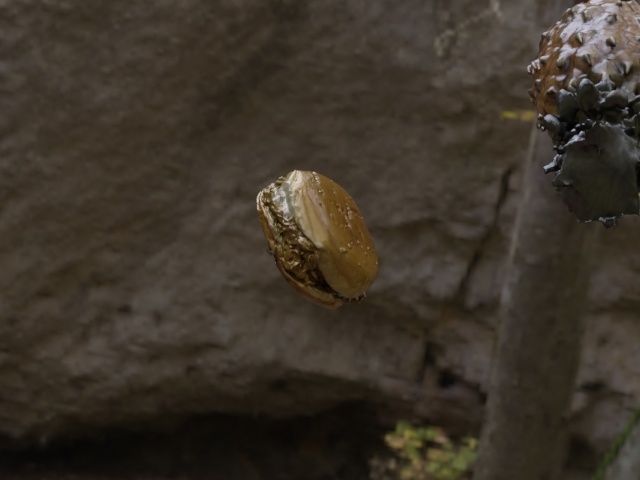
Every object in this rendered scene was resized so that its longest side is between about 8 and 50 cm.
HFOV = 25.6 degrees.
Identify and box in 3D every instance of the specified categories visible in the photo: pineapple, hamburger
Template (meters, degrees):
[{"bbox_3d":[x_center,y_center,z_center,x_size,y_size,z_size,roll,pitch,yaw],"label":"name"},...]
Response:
[{"bbox_3d":[0.252,-0.111,1.276,0.158,0.158,0.278,10,34,11],"label":"pineapple"},{"bbox_3d":[0.000,0.000,1.421,0.083,0.138,0.147,-26,-20,19],"label":"hamburger"}]
